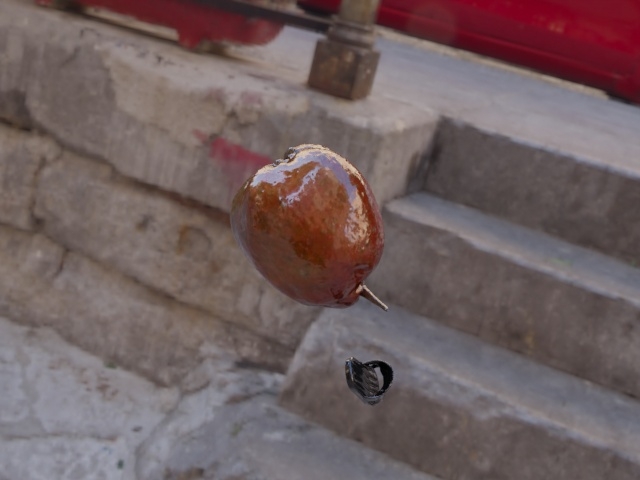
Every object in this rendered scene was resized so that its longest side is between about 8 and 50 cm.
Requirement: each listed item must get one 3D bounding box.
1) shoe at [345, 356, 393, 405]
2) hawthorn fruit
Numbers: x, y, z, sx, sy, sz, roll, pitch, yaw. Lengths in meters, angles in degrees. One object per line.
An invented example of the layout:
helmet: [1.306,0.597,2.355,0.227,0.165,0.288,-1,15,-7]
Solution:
shoe: [0.077,0.198,1.433,0.053,0.062,0.159,-13,-21,16]
hawthorn fruit: [0.000,0.000,1.399,0.262,0.210,0.210,57,19,-5]
